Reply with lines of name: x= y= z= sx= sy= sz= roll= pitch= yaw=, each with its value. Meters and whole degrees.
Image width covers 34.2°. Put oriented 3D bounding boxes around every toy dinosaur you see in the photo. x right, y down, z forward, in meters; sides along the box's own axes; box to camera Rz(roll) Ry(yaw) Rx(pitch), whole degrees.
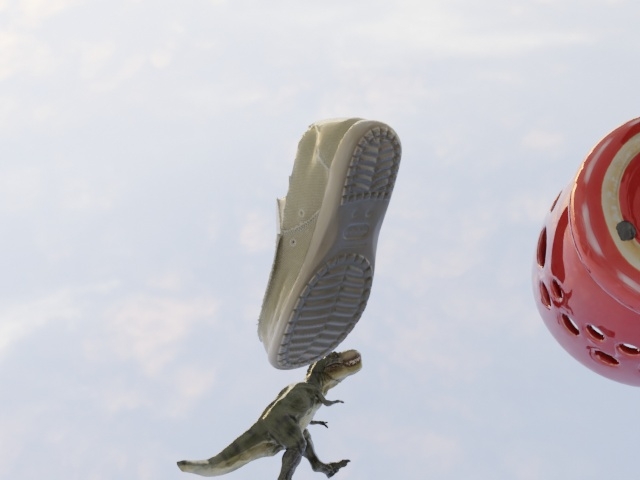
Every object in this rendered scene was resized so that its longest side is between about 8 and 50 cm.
toy dinosaur: x=-0.032 y=0.223 z=1.146 sx=0.268 sy=0.064 sz=0.118 roll=-33 pitch=-97 yaw=-42

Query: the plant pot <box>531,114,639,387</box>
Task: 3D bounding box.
plant pot: x=0.265 y=0.002 z=0.804 sx=0.191 sy=0.174 sz=0.191 roll=-2 pitch=-113 yaw=6

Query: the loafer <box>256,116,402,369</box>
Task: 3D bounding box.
loafer: x=0.000 y=0.000 z=1.017 sx=0.102 sy=0.268 sz=0.092 roll=5 pitch=-158 yaw=-42
